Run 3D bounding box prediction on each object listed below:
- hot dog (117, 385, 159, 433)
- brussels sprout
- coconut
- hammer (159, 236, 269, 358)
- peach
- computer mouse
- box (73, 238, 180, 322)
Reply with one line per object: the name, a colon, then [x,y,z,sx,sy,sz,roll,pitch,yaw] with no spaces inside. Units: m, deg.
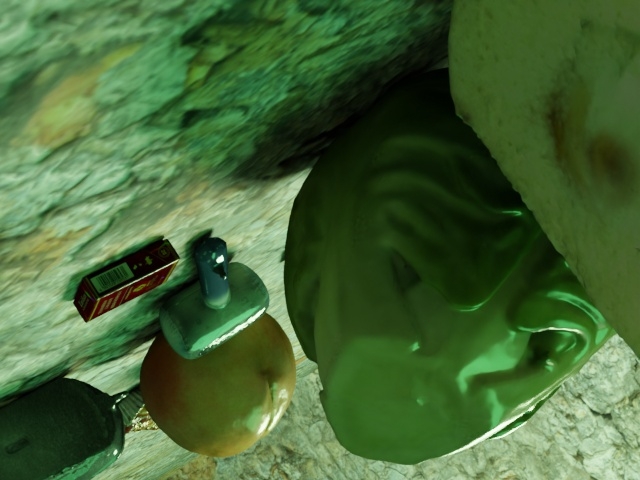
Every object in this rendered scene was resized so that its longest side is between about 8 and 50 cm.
hot dog: [-0.239,0.240,1.481,0.108,0.059,0.191,-43,166,12]
brussels sprout: [0.114,0.019,0.863,0.281,0.289,0.354,-46,-169,48]
coconut: [0.308,-0.119,0.638,0.405,0.404,0.404,-34,170,-7]
hammer: [-0.106,0.046,0.993,0.116,0.069,0.194,-31,162,-16]
peach: [-0.112,0.154,1.154,0.184,0.184,0.184,-34,170,-7]
computer mouse: [-0.294,0.214,1.021,0.229,0.113,0.068,-24,151,-33]
box: [-0.160,0.033,0.838,0.082,0.023,0.051,-29,169,-32]
